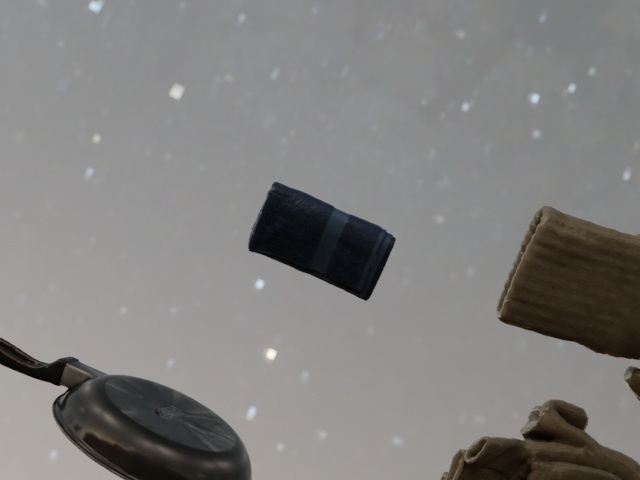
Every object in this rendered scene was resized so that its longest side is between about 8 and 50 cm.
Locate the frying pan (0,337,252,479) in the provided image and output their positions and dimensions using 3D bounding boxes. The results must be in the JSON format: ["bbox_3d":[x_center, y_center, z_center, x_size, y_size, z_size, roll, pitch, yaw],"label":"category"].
[{"bbox_3d":[-0.183,0.146,1.608,0.197,0.053,0.326,13,18,-47],"label":"frying pan"}]

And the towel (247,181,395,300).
[{"bbox_3d":[0.000,0.000,1.511,0.119,0.029,0.067,25,-66,2],"label":"towel"}]

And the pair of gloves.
[{"bbox_3d":[0.181,0.098,1.063,0.204,0.240,0.042,8,18,-20],"label":"pair of gloves"}]
